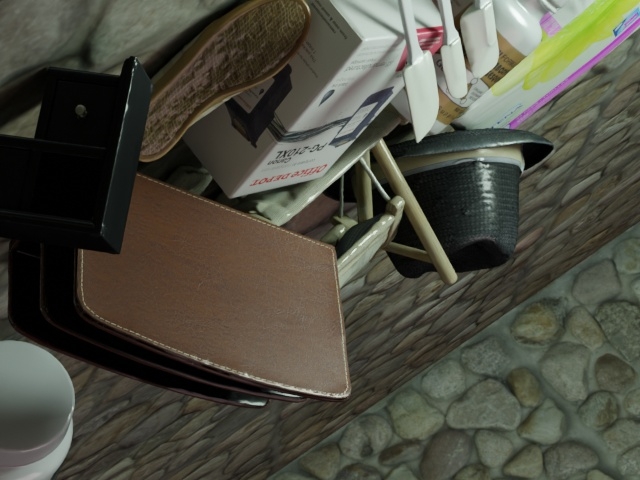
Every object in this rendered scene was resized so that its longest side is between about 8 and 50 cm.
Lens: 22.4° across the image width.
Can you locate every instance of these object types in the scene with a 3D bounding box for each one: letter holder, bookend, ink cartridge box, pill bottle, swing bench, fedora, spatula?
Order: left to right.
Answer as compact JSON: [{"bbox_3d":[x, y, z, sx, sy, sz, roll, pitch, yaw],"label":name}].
[{"bbox_3d":[-0.376,0.235,1.868,0.161,0.161,0.283,-27,162,-32],"label":"pill bottle"},{"bbox_3d":[-0.236,-0.080,1.370,0.072,0.156,0.157,67,33,-75],"label":"bookend"},{"bbox_3d":[-0.137,0.081,1.578,0.302,0.214,0.152,21,131,-29],"label":"letter holder"},{"bbox_3d":[-0.006,-0.161,1.628,0.172,0.100,0.237,-16,154,-53],"label":"ink cartridge box"},{"bbox_3d":[0.000,0.000,1.865,0.253,0.165,0.255,-40,127,-32],"label":"swing bench"},{"bbox_3d":[0.119,-0.238,1.570,0.168,0.019,0.242,-41,133,-33],"label":"spatula"},{"bbox_3d":[0.157,-0.034,2.071,0.334,0.152,0.334,-8,171,-1],"label":"fedora"},{"bbox_3d":[0.163,-0.233,1.736,0.229,0.131,0.131,-41,164,15],"label":"pill bottle"}]

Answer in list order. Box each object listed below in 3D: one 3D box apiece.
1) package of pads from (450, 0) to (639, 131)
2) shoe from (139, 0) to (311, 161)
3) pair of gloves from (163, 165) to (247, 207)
[{"bbox_3d":[0.265,-0.245,1.985,0.296,0.101,0.229,-39,165,7],"label":"package of pads"},{"bbox_3d":[-0.105,-0.161,1.507,0.219,0.076,0.058,-38,-152,-2],"label":"shoe"},{"bbox_3d":[-0.176,0.002,1.849,0.204,0.042,0.240,-40,166,9],"label":"pair of gloves"}]
